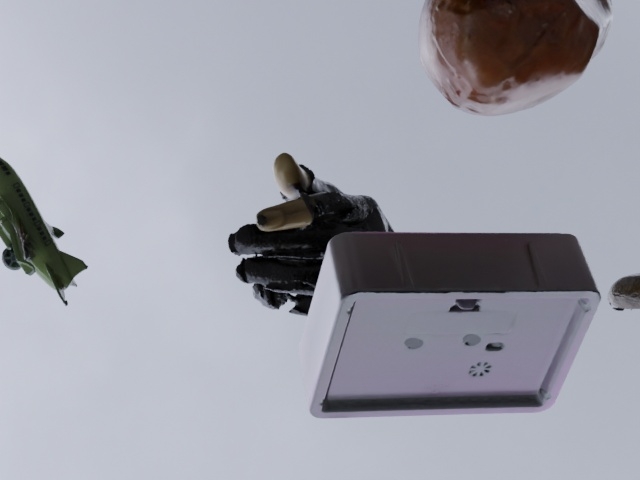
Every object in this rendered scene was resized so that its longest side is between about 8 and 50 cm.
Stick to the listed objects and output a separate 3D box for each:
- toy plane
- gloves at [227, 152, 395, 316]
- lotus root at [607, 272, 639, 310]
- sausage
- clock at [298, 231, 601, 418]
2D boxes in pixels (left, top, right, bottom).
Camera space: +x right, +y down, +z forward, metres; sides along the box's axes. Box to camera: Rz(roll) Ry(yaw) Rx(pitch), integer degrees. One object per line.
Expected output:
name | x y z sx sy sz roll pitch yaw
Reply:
toy plane | -0.190 -0.008 1.174 0.111 0.040 0.102 52 -175 -8
gloves | 0.002 0.002 1.548 0.106 0.129 0.180 14 177 22
lotus root | 0.296 0.047 1.726 0.037 0.083 0.030 -18 -85 -27
sausage | 0.139 -0.159 1.346 0.133 0.133 0.258 34 -160 3
clock | 0.092 0.062 1.371 0.197 0.150 0.063 0 -132 -14
